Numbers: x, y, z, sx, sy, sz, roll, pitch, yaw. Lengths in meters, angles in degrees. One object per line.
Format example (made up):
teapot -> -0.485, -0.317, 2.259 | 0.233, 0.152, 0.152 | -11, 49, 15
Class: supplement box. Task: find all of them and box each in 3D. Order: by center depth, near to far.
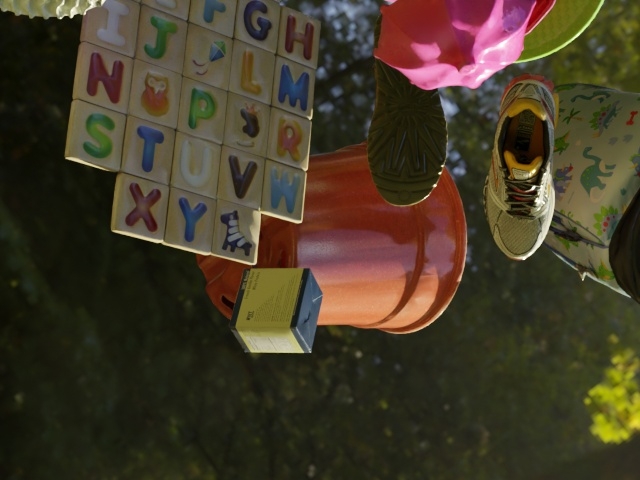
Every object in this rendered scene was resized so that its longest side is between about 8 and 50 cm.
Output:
supplement box -> -0.050, 0.080, 1.535 | 0.056, 0.083, 0.083 | 64, 31, -49

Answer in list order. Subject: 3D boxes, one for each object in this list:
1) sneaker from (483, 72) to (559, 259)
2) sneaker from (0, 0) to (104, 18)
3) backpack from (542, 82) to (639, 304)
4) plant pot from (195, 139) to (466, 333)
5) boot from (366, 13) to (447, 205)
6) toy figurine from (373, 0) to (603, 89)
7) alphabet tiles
sneaker -> 0.235, -0.080, 1.590 | 0.093, 0.088, 0.225 | -60, 151, -64
sneaker -> -0.314, -0.296, 1.206 | 0.146, 0.293, 0.102 | -70, 176, -54
backpack -> 0.412, -0.082, 1.859 | 0.273, 0.290, 0.355 | 36, 0, -14
plant pot -> 0.000, 0.000, 1.725 | 0.272, 0.265, 0.272 | 6, -81, 48
boot -> 0.106, -0.171, 1.602 | 0.269, 0.089, 0.236 | -64, 157, -82
toy figurine -> 0.065, -0.149, 0.717 | 0.173, 0.130, 0.159 | 41, 32, -2
alphabet tiles -> -0.117, -0.157, 1.335 | 0.285, 0.342, 0.011 | 16, -17, -39
